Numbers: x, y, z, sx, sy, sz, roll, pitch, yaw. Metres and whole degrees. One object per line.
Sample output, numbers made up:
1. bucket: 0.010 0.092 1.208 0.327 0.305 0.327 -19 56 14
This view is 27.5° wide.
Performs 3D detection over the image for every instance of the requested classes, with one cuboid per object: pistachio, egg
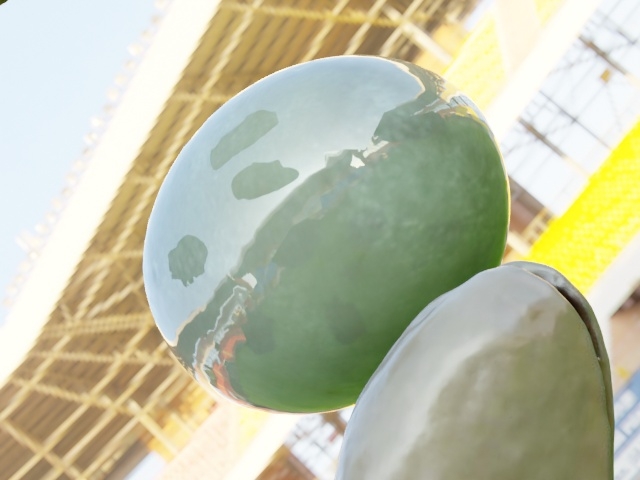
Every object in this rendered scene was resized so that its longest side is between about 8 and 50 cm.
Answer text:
1. pistachio: 0.064 0.098 0.556 0.108 0.126 0.185 -4 -74 -53
2. egg: 0.000 0.000 1.025 0.258 0.258 0.352 -35 -10 -40

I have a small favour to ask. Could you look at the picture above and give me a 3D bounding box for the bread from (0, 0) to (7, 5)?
1. bread: -0.302 -0.264 0.984 0.192 0.210 0.110 -18 23 24
